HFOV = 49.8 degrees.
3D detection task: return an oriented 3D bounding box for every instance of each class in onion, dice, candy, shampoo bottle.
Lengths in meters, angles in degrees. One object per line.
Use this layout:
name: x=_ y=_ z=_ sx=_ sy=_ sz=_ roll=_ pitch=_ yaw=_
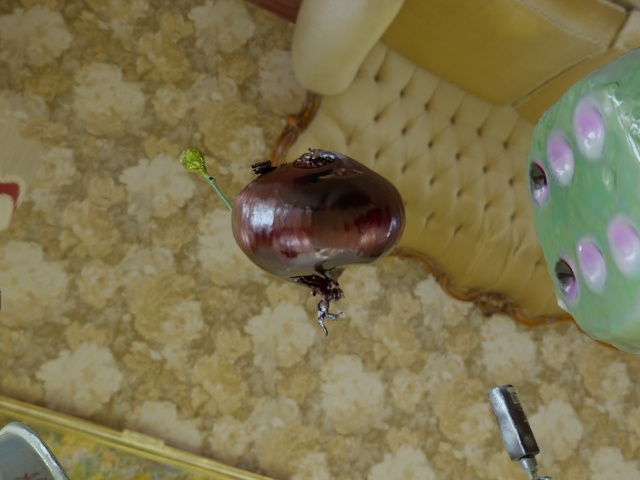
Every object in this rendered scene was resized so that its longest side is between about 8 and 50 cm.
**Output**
onion: x=0.000 y=0.000 z=1.078 sx=0.272 sy=0.285 sz=0.273 roll=-6 pitch=179 yaw=0
dice: x=0.448 y=-0.053 z=0.799 sx=0.330 sy=0.319 sz=0.322 roll=-14 pitch=166 yaw=-6
candy: x=-0.257 y=-0.136 z=1.602 sx=0.194 sy=0.062 sz=0.058 roll=52 pitch=124 yaw=6
shampoo bottle: x=0.405 y=0.398 z=1.397 sx=0.057 sy=0.208 sz=0.063 roll=1 pitch=147 yaw=-29

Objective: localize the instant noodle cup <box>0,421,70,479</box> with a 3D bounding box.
instant noodle cup: x=-0.334 y=0.314 z=0.643 sx=0.234 sy=0.235 sz=0.178 roll=-4 pitch=-170 yaw=45
